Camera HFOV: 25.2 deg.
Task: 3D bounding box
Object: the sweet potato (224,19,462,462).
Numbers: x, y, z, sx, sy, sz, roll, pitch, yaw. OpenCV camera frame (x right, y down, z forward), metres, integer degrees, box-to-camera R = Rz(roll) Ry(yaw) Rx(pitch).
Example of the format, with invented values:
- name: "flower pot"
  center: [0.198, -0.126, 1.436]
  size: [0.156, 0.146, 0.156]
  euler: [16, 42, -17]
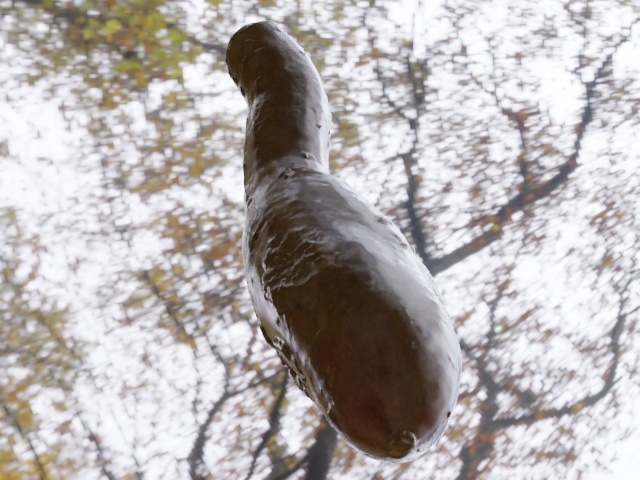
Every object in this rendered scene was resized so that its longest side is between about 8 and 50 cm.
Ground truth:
- name: "sweet potato"
  center: [0.000, 0.000, 0.864]
  size: [0.109, 0.109, 0.385]
  euler: [-49, -145, 20]
